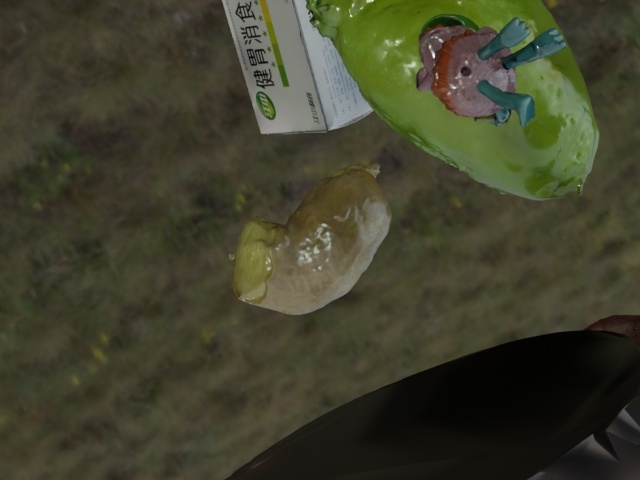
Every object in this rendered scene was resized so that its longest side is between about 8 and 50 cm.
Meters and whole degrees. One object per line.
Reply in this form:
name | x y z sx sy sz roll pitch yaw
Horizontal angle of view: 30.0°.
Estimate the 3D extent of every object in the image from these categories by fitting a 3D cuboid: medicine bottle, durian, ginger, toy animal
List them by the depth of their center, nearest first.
medicine bottle | 0.100 0.258 0.506 0.242 0.395 0.242 -19 -174 2
toy animal | 0.136 -0.137 0.988 0.100 0.103 0.208 -44 -165 -4
durian | 0.159 -0.184 1.279 0.204 0.339 0.256 -49 151 -10
ginger | 0.000 0.000 1.611 0.267 0.152 0.138 -36 -170 -19

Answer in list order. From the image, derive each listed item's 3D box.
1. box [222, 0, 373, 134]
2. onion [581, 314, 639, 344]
box | -0.044 -0.354 2.028 0.173 0.333 0.145 2 -155 43
onion | 0.362 0.225 1.369 0.272 0.272 0.195 -37 -163 28
